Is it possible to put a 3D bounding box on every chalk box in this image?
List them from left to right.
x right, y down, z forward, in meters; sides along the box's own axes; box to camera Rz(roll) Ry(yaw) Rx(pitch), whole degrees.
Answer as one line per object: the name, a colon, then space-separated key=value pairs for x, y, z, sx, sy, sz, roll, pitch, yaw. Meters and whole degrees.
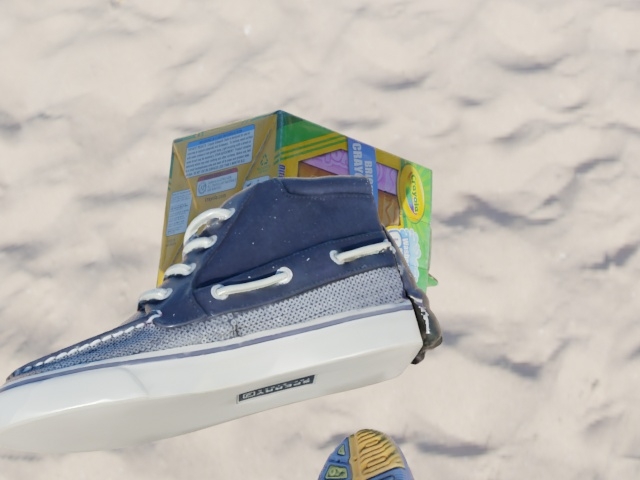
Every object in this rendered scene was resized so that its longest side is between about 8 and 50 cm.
chalk box: x=0.000 y=0.000 z=1.329 sx=0.180 sy=0.289 sz=0.179 roll=-10 pitch=70 yaw=44

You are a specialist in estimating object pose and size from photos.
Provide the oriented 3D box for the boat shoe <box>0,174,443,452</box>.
boat shoe: x=-0.090 y=0.051 z=0.967 sx=0.340 sy=0.127 sz=0.158 roll=-10 pitch=67 yaw=-17

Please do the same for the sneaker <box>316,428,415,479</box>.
sneaker: x=0.078 y=0.324 z=1.180 sx=0.112 sy=0.131 sz=0.296 roll=-26 pitch=61 yaw=28
